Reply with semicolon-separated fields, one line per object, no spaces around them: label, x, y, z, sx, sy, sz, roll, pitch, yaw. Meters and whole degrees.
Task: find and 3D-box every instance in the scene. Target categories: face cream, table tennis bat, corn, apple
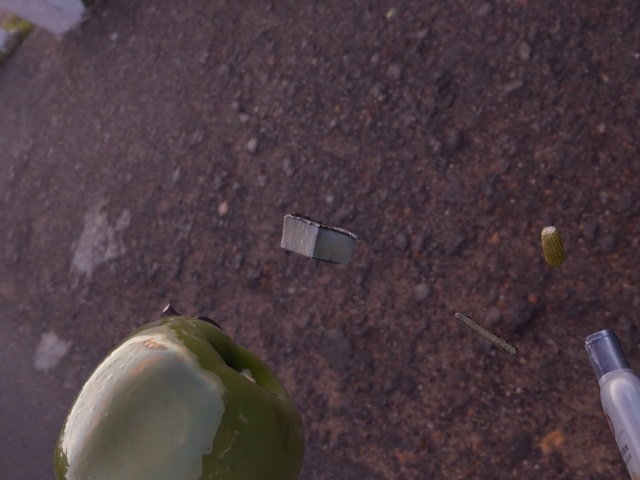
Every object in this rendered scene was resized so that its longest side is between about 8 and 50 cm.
face cream;0.467;0.271;1.327;0.070;0.144;0.291;-18;62;7
table tennis bat;-0.263;0.196;1.987;0.107;0.170;0.119;-55;16;-30
corn;0.409;0.011;1.578;0.037;0.092;0.037;-12;45;13
apple;-0.153;0.223;0.984;0.279;0.279;0.279;-27;53;42

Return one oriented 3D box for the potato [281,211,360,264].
potato;0.001;0.000;1.430;0.086;0.122;0.061;22;95;35

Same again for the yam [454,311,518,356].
yam;0.218;0.123;1.179;0.107;0.014;0.014;34;100;39
